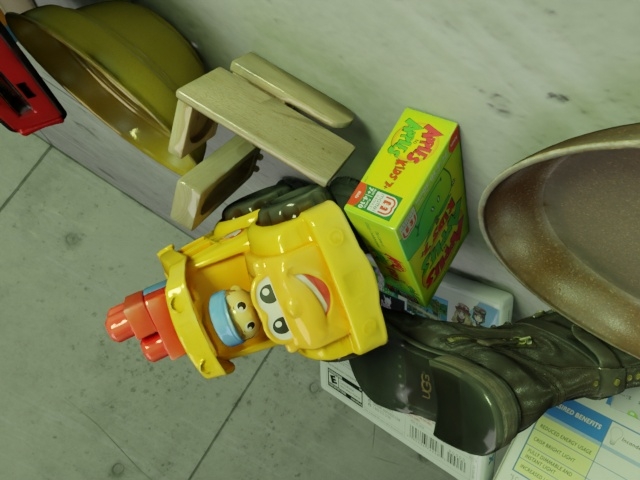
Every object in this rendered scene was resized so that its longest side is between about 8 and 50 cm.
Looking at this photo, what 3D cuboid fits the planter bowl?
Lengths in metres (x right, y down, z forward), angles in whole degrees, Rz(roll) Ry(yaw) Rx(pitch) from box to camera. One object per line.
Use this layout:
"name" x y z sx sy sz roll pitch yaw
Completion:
"planter bowl" -0.178 -0.162 0.507 0.217 0.090 0.217 33 167 9

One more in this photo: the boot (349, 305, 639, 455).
"boot" 0.170 0.108 0.514 0.229 0.091 0.263 -9 -162 -28

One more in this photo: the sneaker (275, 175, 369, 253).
"sneaker" 0.000 0.000 0.630 0.109 0.130 0.286 39 165 -24

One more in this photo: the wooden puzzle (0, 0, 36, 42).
"wooden puzzle" -0.476 -0.341 0.665 0.239 0.044 0.221 34 168 -11

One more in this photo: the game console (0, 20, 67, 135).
"game console" -0.335 -0.266 0.373 0.341 0.060 0.386 57 165 -1

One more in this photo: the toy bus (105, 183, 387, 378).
"toy bus" -0.078 0.049 0.460 0.220 0.212 0.149 11 123 67

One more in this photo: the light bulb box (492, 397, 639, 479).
"light bulb box" 0.396 0.394 0.648 0.358 0.360 0.225 26 168 31

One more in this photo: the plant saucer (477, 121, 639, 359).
"plant saucer" 0.246 0.026 0.299 0.311 0.050 0.310 30 169 7

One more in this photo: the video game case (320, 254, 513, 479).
"video game case" 0.115 0.163 0.770 0.329 0.036 0.299 21 121 45

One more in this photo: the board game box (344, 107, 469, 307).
"board game box" 0.082 -0.016 0.438 0.043 0.092 0.181 25 166 27

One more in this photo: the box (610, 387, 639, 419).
"box" 0.362 0.163 0.438 0.145 0.038 0.186 15 176 7

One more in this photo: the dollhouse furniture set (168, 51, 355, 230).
"dollhouse furniture set" -0.045 -0.062 0.456 0.123 0.144 0.151 31 132 4
